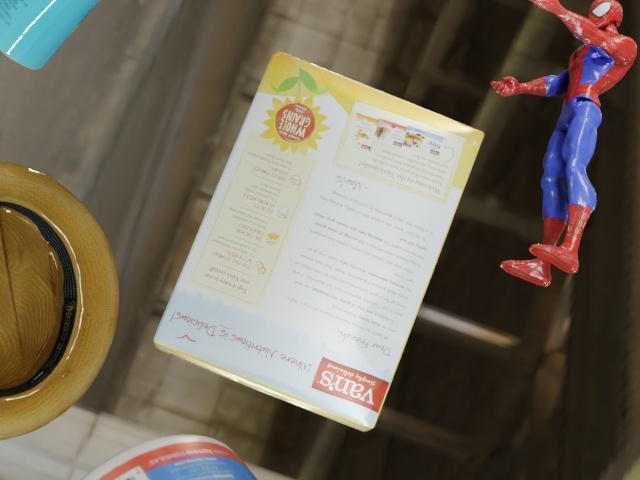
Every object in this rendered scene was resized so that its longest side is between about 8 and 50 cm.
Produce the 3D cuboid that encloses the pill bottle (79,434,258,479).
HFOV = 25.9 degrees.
[{"bbox_3d":[-0.033,0.203,0.629,0.221,0.124,0.124,47,-52,36],"label":"pill bottle"}]

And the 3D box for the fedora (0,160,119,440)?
[{"bbox_3d":[-0.237,0.041,0.976,0.079,0.194,0.194,3,-109,59],"label":"fedora"}]

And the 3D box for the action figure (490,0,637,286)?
[{"bbox_3d":[0.200,-0.116,1.251,0.280,0.139,0.091,-68,-167,-21],"label":"action figure"}]

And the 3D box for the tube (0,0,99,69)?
[{"bbox_3d":[-0.113,-0.187,0.787,0.207,0.052,0.080,-44,-139,17],"label":"tube"}]

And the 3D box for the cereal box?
[{"bbox_3d":[0.000,0.000,1.028,0.047,0.173,0.240,114,-2,-79],"label":"cereal box"}]
